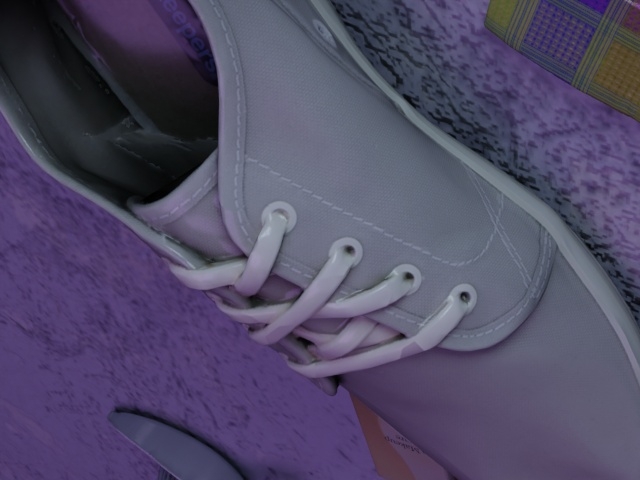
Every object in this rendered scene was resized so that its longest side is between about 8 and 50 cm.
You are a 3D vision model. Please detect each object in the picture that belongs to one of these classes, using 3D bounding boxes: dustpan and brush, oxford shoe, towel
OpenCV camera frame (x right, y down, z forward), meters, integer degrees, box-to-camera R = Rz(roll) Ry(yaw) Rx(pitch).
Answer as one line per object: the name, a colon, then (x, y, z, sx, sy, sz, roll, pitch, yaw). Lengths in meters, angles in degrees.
dustpan and brush: (-0.091, 0.209, 1.022, 0.211, 0.060, 0.147, -6, 129, 49)
oxford shoe: (0.000, 0.000, 0.572, 0.169, 0.130, 0.449, -27, 114, 35)
towel: (0.106, -0.082, 0.493, 0.083, 0.009, 0.060, 31, 149, 11)

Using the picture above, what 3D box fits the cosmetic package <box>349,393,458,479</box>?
cosmetic package: (0.056, 0.103, 0.754, 0.060, 0.041, 0.115, 14, 142, 32)
